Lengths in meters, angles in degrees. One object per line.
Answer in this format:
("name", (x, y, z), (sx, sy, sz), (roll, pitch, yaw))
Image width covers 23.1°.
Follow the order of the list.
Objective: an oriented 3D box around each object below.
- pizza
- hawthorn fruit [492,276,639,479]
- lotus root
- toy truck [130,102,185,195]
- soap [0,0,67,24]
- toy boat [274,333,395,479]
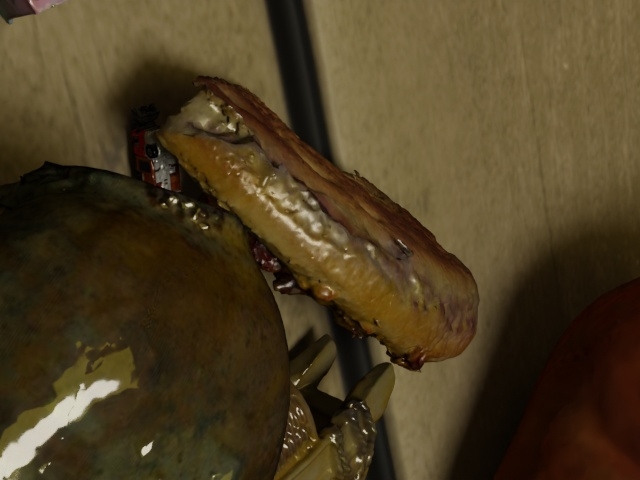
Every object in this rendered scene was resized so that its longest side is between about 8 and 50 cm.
("pizza", (0.000, 0.000, 0.977), (0.085, 0.161, 0.305), (-46, 131, 10))
("hawthorn fruit", (0.366, 0.218, 1.165), (0.472, 0.472, 0.471), (-11, 106, -42))
("lotus root", (-0.156, 0.126, 0.773), (0.250, 0.250, 0.346), (36, 75, -42))
("toy truck", (-0.099, -0.040, 0.942), (0.024, 0.032, 0.083), (-20, 114, -36))
("soap", (-0.150, -0.195, 0.843), (0.100, 0.056, 0.149), (-28, 117, -34))
("toy boat", (-0.075, 0.156, 0.963), (0.310, 0.089, 0.115), (-32, 130, -35))
